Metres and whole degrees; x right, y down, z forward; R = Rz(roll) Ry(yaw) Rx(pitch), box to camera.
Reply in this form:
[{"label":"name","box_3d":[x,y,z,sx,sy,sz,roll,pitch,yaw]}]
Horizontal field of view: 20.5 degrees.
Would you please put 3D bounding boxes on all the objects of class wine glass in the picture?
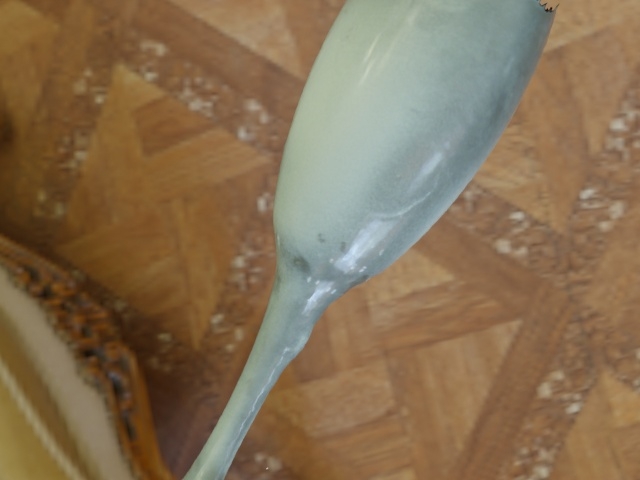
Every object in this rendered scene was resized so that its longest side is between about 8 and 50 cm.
[{"label":"wine glass","box_3d":[0.000,0.000,0.890,0.096,0.264,0.309,27,97,-3]}]
